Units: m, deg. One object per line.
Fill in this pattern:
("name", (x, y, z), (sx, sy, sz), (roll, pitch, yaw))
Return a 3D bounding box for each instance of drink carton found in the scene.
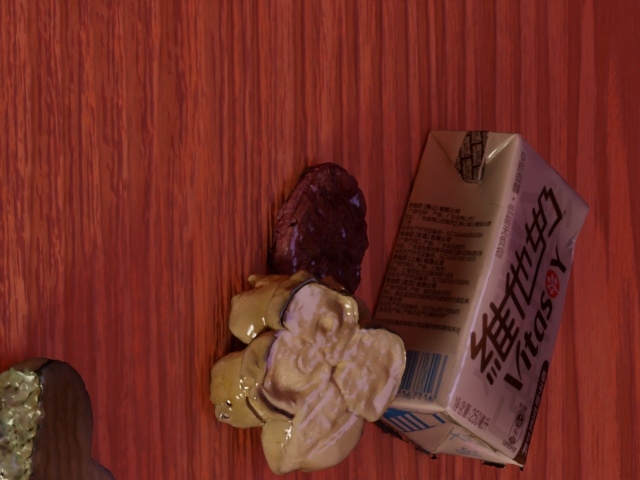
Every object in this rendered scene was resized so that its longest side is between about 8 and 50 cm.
("drink carton", (0.169, 0.066, 2.084), (0.194, 0.132, 0.324), (38, 63, -51))

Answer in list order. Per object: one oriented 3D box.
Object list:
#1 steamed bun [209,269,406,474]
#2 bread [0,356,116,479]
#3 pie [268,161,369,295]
("steamed bun", (-0.024, 0.127, 1.849), (0.177, 0.106, 0.192), (28, 84, -38))
("bread", (-0.232, 0.212, 1.592), (0.172, 0.064, 0.232), (-59, 141, -51))
("pie", (0.000, 0.000, 1.920), (0.153, 0.038, 0.153), (-6, 98, -56))
